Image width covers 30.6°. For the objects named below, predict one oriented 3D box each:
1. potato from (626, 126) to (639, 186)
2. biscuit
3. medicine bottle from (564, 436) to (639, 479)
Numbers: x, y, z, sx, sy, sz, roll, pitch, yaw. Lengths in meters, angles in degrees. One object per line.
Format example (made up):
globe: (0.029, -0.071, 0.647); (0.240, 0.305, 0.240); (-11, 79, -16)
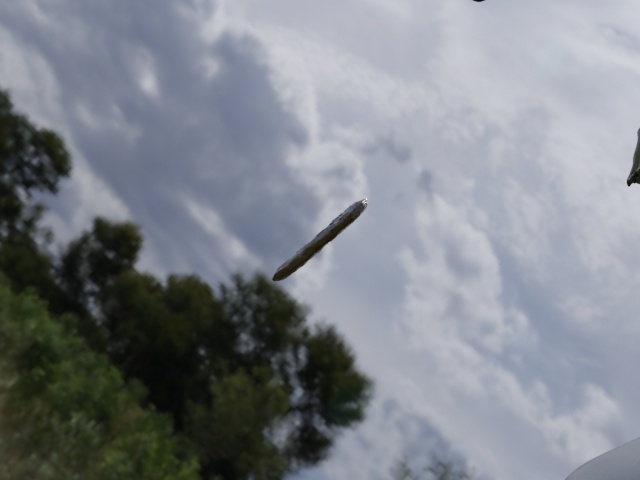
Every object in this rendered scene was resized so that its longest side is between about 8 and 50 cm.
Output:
potato: (0.247, -0.075, 0.749); (0.061, 0.086, 0.122); (17, -17, -1)
biscuit: (0.000, 0.000, 1.383); (0.018, 0.147, 0.071); (50, 1, -2)
medicine bottle: (0.338, 0.270, 1.077); (0.123, 0.282, 0.375); (61, 15, 1)
